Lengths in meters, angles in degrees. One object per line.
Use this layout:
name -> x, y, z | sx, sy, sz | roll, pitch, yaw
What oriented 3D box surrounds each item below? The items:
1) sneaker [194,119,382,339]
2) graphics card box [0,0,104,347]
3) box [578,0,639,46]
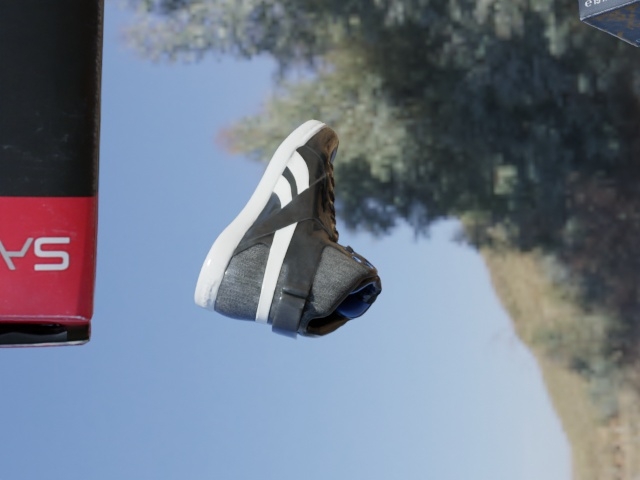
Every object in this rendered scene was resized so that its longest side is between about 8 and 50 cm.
sneaker -> 0.000, 0.000, 1.085 | 0.079, 0.121, 0.217 | 106, -169, -45
graphics card box -> -0.110, -0.178, 0.437 | 0.233, 0.094, 0.370 | -124, 37, -72
box -> 0.297, -0.263, 1.163 | 0.093, 0.156, 0.158 | 13, -109, -43
